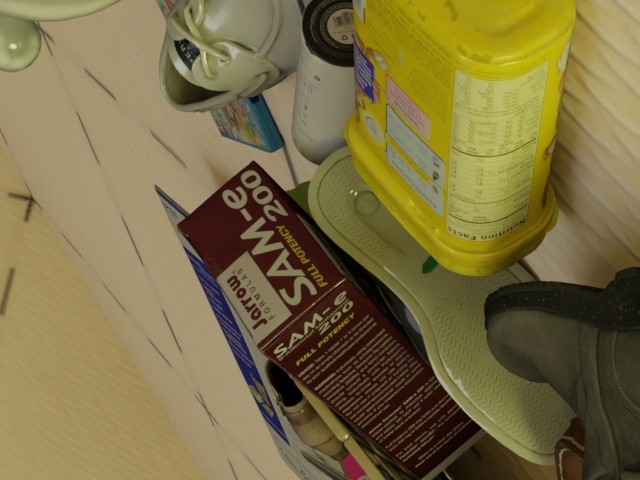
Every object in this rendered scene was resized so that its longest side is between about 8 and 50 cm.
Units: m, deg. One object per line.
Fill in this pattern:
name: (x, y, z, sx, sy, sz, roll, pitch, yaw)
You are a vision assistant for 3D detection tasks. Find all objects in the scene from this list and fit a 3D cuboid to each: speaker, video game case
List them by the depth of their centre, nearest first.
speaker: (0.011, -0.096, 0.890, 0.055, 0.055, 0.136, 54, 164, 17)
video game case: (-0.090, -0.153, 1.174, 0.119, 0.015, 0.166, 25, 143, 64)

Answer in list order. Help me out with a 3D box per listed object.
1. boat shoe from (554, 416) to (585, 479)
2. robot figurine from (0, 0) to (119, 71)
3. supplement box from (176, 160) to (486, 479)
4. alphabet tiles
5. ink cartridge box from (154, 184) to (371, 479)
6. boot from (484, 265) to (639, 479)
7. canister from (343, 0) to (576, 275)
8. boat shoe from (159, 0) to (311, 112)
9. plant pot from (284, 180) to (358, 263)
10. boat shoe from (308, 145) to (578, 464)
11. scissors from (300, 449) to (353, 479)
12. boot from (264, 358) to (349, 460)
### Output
boat shoe: (0.190, 0.244, 0.853, 0.122, 0.120, 0.324, 36, 153, 54)
robot figurine: (-0.218, -0.267, 1.006, 0.353, 0.200, 0.299, 35, 115, 56)
supplement box: (0.016, 0.061, 0.977, 0.239, 0.073, 0.130, 44, -174, -49)
alphabet tiles: (0.061, 0.166, 1.089, 0.285, 0.011, 0.342, 49, -177, 30)
ink cartridge box: (-0.041, 0.110, 1.422, 0.176, 0.069, 0.371, 36, 155, 56)
boot: (0.135, 0.100, 0.677, 0.246, 0.084, 0.161, 157, 120, -73)
canister: (0.067, -0.077, 0.723, 0.126, 0.073, 0.170, 50, 161, 28)
boat shoe: (-0.061, -0.141, 0.964, 0.096, 0.088, 0.267, 60, 165, -4)
plant pot: (0.000, 0.000, 1.086, 0.083, 0.083, 0.079, 90, 158, -62)
boat shoe: (0.088, 0.037, 0.892, 0.233, 0.084, 0.079, 50, -174, 16)
scissors: (0.084, 0.254, 1.289, 0.297, 0.021, 0.109, 37, 162, 27)
boot: (-0.017, 0.113, 1.088, 0.087, 0.042, 0.118, 54, 177, -41)
